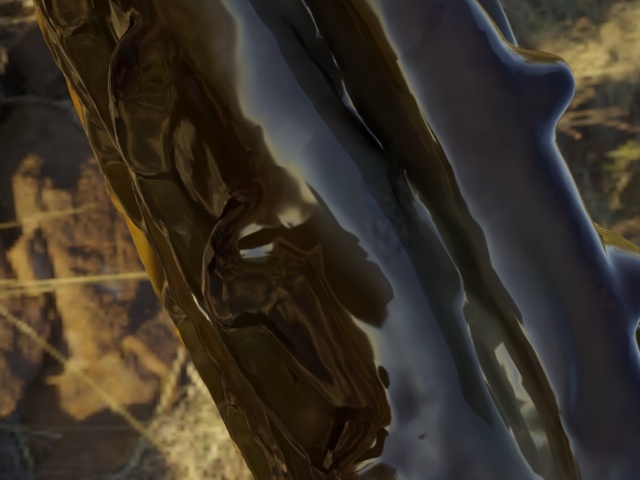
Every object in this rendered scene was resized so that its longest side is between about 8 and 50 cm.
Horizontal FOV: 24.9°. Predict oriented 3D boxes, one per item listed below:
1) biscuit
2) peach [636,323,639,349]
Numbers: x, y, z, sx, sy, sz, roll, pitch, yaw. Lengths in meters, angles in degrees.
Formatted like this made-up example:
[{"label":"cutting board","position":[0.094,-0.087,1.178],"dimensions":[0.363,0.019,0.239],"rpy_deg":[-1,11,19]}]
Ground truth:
[{"label":"biscuit","position":[0.000,0.000,0.462],"dimensions":[0.332,0.103,0.332],"rpy_deg":[60,-10,17]},{"label":"peach","position":[0.094,0.072,0.684],"dimensions":[0.068,0.279,0.189],"rpy_deg":[-33,107,-37]}]
